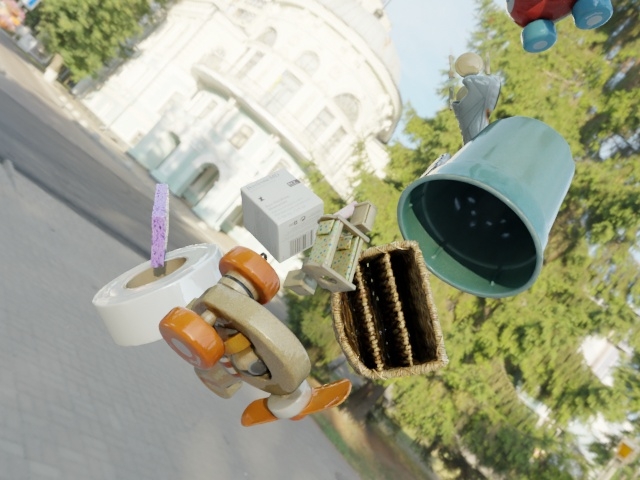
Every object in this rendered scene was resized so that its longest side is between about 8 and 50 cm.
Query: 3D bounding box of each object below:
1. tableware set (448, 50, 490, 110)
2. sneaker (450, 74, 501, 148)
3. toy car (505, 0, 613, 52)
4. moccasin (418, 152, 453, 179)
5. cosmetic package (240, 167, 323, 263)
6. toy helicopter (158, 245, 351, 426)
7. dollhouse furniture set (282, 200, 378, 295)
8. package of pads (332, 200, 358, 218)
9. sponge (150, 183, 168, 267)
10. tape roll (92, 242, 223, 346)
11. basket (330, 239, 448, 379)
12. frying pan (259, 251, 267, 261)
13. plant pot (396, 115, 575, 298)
[{"bbox_3d":[0.465,-0.491,1.699,0.128,0.194,0.039,-1,-12,13],"label":"tableware set"},{"bbox_3d":[0.428,-0.351,1.576,0.120,0.263,0.099,13,25,7],"label":"sneaker"},{"bbox_3d":[0.451,-0.552,1.104,0.210,0.219,0.238,-17,-22,38],"label":"toy car"},{"bbox_3d":[0.350,-0.142,1.578,0.147,0.139,0.380,45,25,2],"label":"moccasin"},{"bbox_3d":[-0.105,-0.070,1.483,0.183,0.151,0.152,42,-32,32],"label":"cosmetic package"},{"bbox_3d":[-0.104,0.176,0.769,0.235,0.140,0.355,41,-31,-1],"label":"toy helicopter"},{"bbox_3d":[0.000,0.000,1.057,0.160,0.182,0.101,-12,-40,45],"label":"dollhouse furniture set"},{"bbox_3d":[0.075,-0.081,1.578,0.032,0.083,0.050,57,1,5],"label":"package of pads"},{"bbox_3d":[-0.356,-0.038,1.211,0.031,0.117,0.210,2,24,-14],"label":"sponge"},{"bbox_3d":[-0.335,0.109,1.180,0.100,0.286,0.286,69,-12,-16],"label":"tape roll"},{"bbox_3d":[0.138,0.168,1.276,0.223,0.213,0.299,125,-45,-78],"label":"basket"},{"bbox_3d":[-0.191,0.161,1.466,0.326,0.053,0.197,-26,-89,57],"label":"frying pan"},{"bbox_3d":[0.412,-0.100,1.278,0.341,0.334,0.341,30,-35,23],"label":"plant pot"}]
